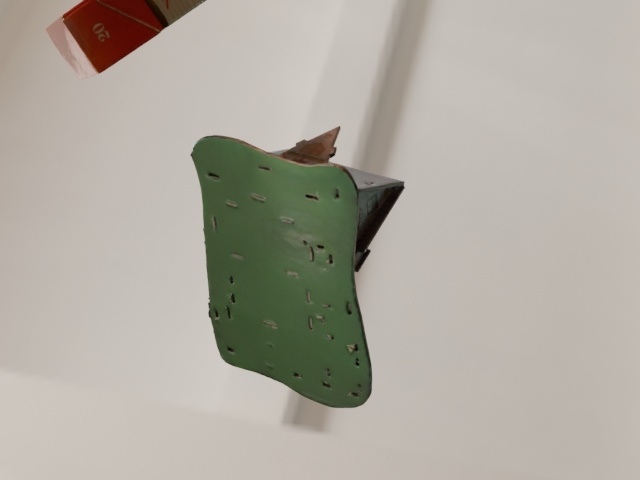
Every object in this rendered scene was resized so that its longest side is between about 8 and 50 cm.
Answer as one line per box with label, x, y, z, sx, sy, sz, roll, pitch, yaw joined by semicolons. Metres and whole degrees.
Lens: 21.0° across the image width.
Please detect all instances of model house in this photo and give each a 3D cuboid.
model house;0.000;0.000;1.004;0.117;0.167;0.088;15;-143;31

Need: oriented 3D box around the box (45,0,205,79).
box;-0.088;-0.155;1.032;0.152;0.100;0.048;-38;-81;-10
